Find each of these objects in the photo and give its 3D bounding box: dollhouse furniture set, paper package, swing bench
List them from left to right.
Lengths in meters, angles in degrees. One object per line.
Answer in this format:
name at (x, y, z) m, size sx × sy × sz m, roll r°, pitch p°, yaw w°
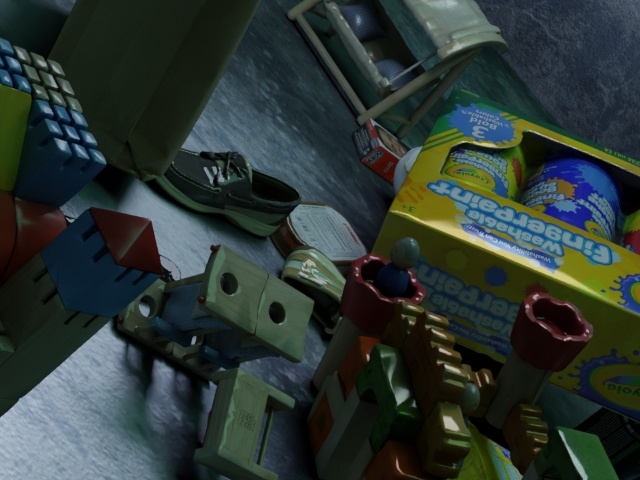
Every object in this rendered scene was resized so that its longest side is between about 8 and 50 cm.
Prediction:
paper package at (-0.151, -0.273, 1.571) m, size 0.168 × 0.309 × 0.325 m, roll 29°, pitch 23°, yaw -7°
dollhouse furniture set at (-0.110, 0.120, 1.315) m, size 0.129 × 0.129 × 0.184 m, roll 34°, pitch 55°, yaw -35°
swing bench at (0.130, -0.352, 2.390) m, size 0.253 × 0.254 × 0.165 m, roll 57°, pitch 22°, yaw 20°

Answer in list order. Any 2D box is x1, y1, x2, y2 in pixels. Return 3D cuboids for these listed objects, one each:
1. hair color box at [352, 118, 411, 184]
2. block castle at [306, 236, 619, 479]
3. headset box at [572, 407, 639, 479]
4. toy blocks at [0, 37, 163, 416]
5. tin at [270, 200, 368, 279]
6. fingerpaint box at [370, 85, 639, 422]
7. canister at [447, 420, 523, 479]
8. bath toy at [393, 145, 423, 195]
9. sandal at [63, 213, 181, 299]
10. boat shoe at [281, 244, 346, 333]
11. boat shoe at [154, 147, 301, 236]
hair color box at (0.117, -0.126, 2.273) m, size 0.141 × 0.043 × 0.072 m, roll 33°, pitch 27°, yaw -37°
block castle at (0.176, 0.201, 1.423) m, size 0.303 × 0.213 × 0.453 m, roll 13°, pitch 31°, yaw -20°
headset box at (0.484, 0.334, 1.947) m, size 0.283 × 0.131 × 0.246 m, roll 56°, pitch 22°, yaw 15°
toy blocks at (-0.268, -0.031, 0.999) m, size 0.190 × 0.261 × 0.381 m, roll 17°, pitch 38°, yaw -56°
tin at (0.000, 0.000, 1.827) m, size 0.106 × 0.040 × 0.189 m, roll 60°, pitch 22°, yaw 15°
fingerpaint box at (0.316, 0.011, 1.908) m, size 0.444 × 0.163 × 0.371 m, roll 23°, pitch 36°, yaw 6°
canister at (0.204, 0.292, 1.683) m, size 0.170 × 0.073 × 0.126 m, roll 34°, pitch 26°, yaw -39°
bath toy at (0.228, 0.015, 2.146) m, size 0.348 × 0.151 × 0.129 m, roll 52°, pitch -16°, yaw 14°
sandal at (-0.193, 0.011, 1.395) m, size 0.179 × 0.040 × 0.067 m, roll 27°, pitch 30°, yaw -46°
boat shoe at (0.027, 0.091, 1.698) m, size 0.190 × 0.068 × 0.072 m, roll 37°, pitch 34°, yaw -6°
boat shoe at (-0.109, -0.071, 1.665) m, size 0.223 × 0.073 × 0.080 m, roll 26°, pitch 31°, yaw -48°
